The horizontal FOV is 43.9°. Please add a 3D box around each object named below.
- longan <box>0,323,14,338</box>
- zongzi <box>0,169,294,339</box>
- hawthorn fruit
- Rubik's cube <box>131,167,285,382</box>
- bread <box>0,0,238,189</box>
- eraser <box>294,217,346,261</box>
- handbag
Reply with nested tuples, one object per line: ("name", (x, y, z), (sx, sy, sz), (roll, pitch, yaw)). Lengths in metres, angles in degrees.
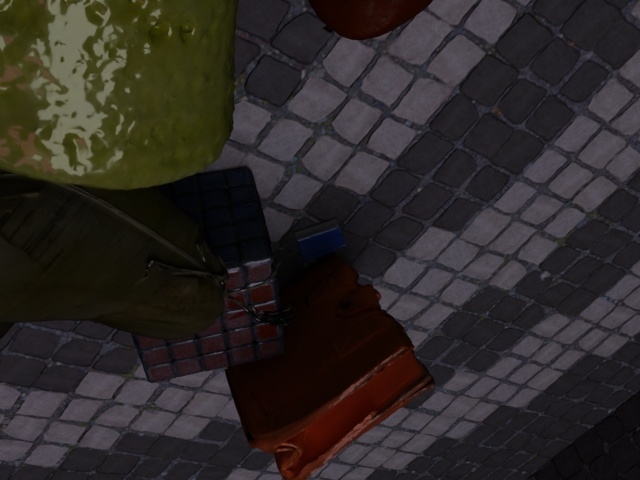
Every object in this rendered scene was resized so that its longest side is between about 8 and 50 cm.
("longan", (-0.539, 0.010, 1.023), (0.360, 0.361, 0.361), (-11, 136, -11))
("zongzi", (-0.254, 0.081, 0.942), (0.181, 0.418, 0.447), (-29, 117, 33))
("hawthorn fruit", (0.056, -0.347, 1.029), (0.185, 0.185, 0.202), (7, 146, -28))
("Rubik's cube", (-0.196, 0.051, 1.278), (0.237, 0.237, 0.238), (-10, 135, -9))
("bread", (-0.221, -0.234, 0.733), (0.348, 0.348, 0.308), (6, 126, -26))
("eraser", (0.000, 0.000, 1.453), (0.084, 0.027, 0.063), (-19, 136, -2))
("handbag", (-0.008, 0.193, 1.338), (0.303, 0.410, 0.116), (-38, 114, 0))
